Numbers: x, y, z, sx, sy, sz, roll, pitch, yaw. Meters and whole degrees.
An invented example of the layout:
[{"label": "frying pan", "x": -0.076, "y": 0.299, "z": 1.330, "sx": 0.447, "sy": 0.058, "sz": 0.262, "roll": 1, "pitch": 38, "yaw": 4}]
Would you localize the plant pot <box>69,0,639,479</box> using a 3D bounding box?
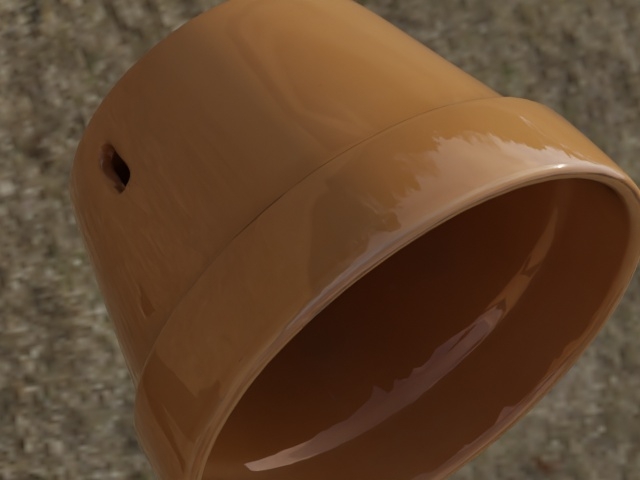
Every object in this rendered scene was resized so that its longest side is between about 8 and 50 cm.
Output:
[{"label": "plant pot", "x": 0.000, "y": 0.000, "z": 1.018, "sx": 0.291, "sy": 0.291, "sz": 0.203, "roll": -6, "pitch": 49, "yaw": -46}]
